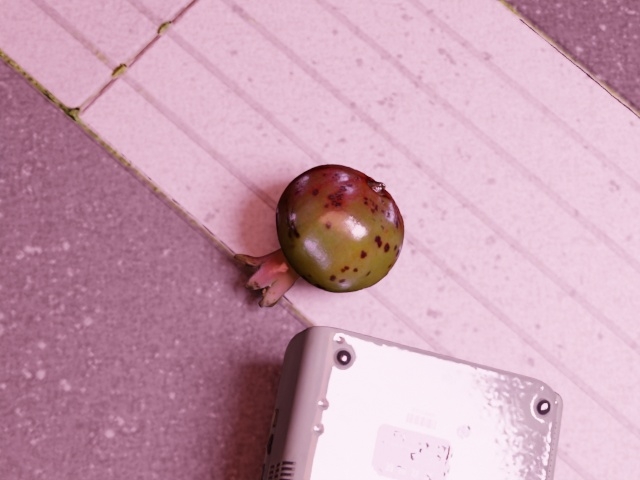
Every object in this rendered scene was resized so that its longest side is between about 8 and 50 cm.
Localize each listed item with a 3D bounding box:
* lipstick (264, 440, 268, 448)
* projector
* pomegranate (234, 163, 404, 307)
[{"bbox_3d":[0.013,0.208,1.373,0.129,0.030,0.030,28,72,-2],"label":"lipstick"},{"bbox_3d":[0.080,0.203,1.321,0.250,0.108,0.198,16,72,-15],"label":"projector"},{"bbox_3d":[0.003,-0.004,1.402,0.129,0.159,0.129,25,53,-38],"label":"pomegranate"}]
